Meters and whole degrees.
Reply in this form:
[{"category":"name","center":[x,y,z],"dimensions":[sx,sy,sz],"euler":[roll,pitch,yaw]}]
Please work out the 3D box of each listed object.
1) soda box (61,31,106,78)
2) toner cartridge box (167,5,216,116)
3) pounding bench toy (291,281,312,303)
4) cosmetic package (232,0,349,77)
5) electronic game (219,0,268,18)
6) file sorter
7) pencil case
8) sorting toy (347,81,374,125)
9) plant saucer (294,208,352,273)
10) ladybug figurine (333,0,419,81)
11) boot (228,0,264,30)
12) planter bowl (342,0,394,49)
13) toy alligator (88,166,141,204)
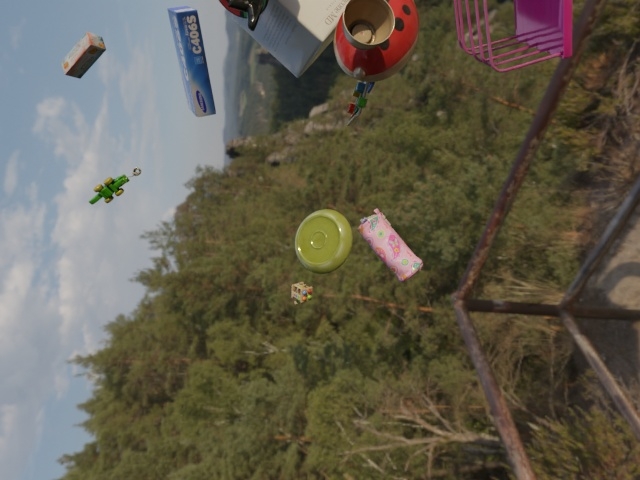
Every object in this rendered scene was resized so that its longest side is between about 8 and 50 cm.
[{"category":"soda box","center":[-0.849,-0.661,1.686],"dimensions":[0.183,0.063,0.058],"euler":[-27,78,29]},{"category":"toner cartridge box","center":[-0.456,-0.633,1.674],"dimensions":[0.165,0.075,0.347],"euler":[-131,31,-52]},{"category":"pounding bench toy","center":[-0.066,0.204,1.716],"dimensions":[0.065,0.052,0.083],"euler":[23,117,46]},{"category":"cosmetic package","center":[-0.103,-0.998,2.012],"dimensions":[0.329,0.394,0.327],"euler":[-54,11,-19]},{"category":"electronic game","center":[-0.297,-0.930,1.732],"dimensions":[0.229,0.230,0.048],"euler":[114,180,-57]},{"category":"file sorter","center":[0.443,-0.541,1.125],"dimensions":[0.290,0.183,0.202],"euler":[-92,-14,-59]},{"category":"pencil case","center":[0.262,0.020,1.780],"dimensions":[0.284,0.124,0.124],"euler":[52,158,7]},{"category":"sorting toy","center":[0.149,-0.571,1.896],"dimensions":[0.348,0.047,0.195],"euler":[-166,95,-83]},{"category":"plant saucer","center":[0.000,0.000,1.701],"dimensions":[0.037,0.241,0.240],"euler":[18,-107,-58]},{"category":"ladybug figurine","center":[0.207,-0.773,1.704],"dimensions":[0.162,0.306,0.448],"euler":[91,-166,-68]},{"category":"boot","center":[-0.235,-0.713,1.451],"dimensions":[0.045,0.099,0.121],"euler":[143,143,-72]},{"category":"planter bowl","center":[0.139,-0.671,1.484],"dimensions":[0.109,0.162,0.161],"euler":[161,113,-80]},{"category":"toy alligator","center":[-0.610,-0.169,1.406],"dimensions":[0.056,0.190,0.051],"euler":[53,-173,-33]}]
